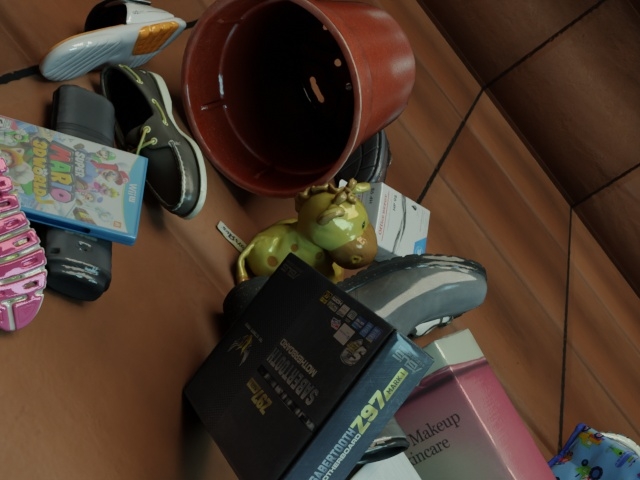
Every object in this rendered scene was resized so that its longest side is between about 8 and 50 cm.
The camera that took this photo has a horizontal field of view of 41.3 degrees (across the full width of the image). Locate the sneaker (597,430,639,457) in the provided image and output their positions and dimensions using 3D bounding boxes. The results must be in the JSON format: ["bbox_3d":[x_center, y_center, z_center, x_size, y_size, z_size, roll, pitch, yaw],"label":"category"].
[{"bbox_3d":[0.578,0.474,1.580,0.283,0.110,0.122,47,30,-14],"label":"sneaker"}]

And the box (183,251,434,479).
[{"bbox_3d":[-0.023,0.126,0.785,0.059,0.183,0.232,38,-2,-28],"label":"box"}]

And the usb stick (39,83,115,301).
[{"bbox_3d":[-0.251,-0.060,0.885,0.077,0.045,0.278,28,37,-36],"label":"usb stick"}]

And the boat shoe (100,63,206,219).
[{"bbox_3d":[-0.204,-0.119,1.006,0.068,0.081,0.228,14,39,-50],"label":"boat shoe"}]

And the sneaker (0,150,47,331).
[{"bbox_3d":[-0.289,-0.005,0.736,0.063,0.074,0.170,-21,98,-38],"label":"sneaker"}]

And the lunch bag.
[{"bbox_3d":[0.518,0.471,1.379,0.293,0.138,0.221,51,-10,-26],"label":"lunch bag"}]

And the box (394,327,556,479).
[{"bbox_3d":[0.173,0.255,1.105,0.127,0.148,0.232,-4,62,-60],"label":"box"}]

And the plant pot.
[{"bbox_3d":[-0.008,-0.225,1.194,0.272,0.272,0.265,55,34,1],"label":"plant pot"}]

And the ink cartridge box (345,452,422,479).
[{"bbox_3d":[0.051,0.309,0.932,0.109,0.062,0.209,57,26,6],"label":"ink cartridge box"}]

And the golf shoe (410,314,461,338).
[{"bbox_3d":[0.188,0.102,1.383,0.198,0.094,0.077,-10,68,-60],"label":"golf shoe"}]

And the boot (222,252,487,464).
[{"bbox_3d":[0.064,0.145,0.975,0.338,0.118,0.223,-9,57,-14],"label":"boot"}]

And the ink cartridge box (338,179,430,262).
[{"bbox_3d":[0.101,-0.026,1.379,0.180,0.060,0.104,25,69,-46],"label":"ink cartridge box"}]

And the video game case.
[{"bbox_3d":[-0.257,-0.062,0.833,0.166,0.015,0.119,16,43,-19],"label":"video game case"}]

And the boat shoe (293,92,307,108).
[{"bbox_3d":[-0.081,-0.250,1.372,0.207,0.073,0.073,45,30,-19],"label":"boat shoe"}]

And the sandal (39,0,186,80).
[{"bbox_3d":[-0.261,-0.263,1.050,0.076,0.102,0.265,56,27,-2],"label":"sandal"}]

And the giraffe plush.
[{"bbox_3d":[0.000,0.000,1.094,0.210,0.170,0.181,38,30,-30],"label":"giraffe plush"}]

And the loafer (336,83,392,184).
[{"bbox_3d":[0.083,-0.170,1.525,0.095,0.109,0.303,40,26,-35],"label":"loafer"}]
